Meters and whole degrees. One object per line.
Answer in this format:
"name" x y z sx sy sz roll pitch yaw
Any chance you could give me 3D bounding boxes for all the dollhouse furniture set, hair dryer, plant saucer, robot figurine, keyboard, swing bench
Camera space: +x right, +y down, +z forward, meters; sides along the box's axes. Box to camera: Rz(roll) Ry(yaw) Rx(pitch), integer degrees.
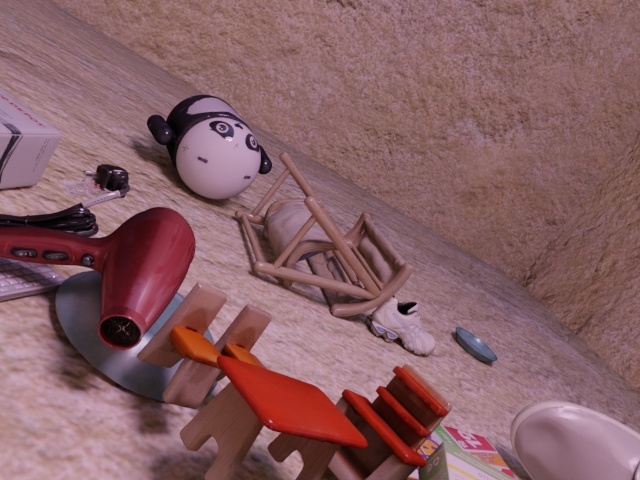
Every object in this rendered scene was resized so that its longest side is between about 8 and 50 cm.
"dollhouse furniture set" 0.007 0.157 0.535 0.262 0.135 0.259 41 3 38
"hair dryer" -0.236 0.018 0.589 0.223 0.080 0.293 -25 39 -35
"plant saucer" 0.362 0.250 1.404 0.119 0.021 0.119 32 13 -8
"robot figurine" -0.224 -0.198 1.220 0.278 0.209 0.174 -127 -163 -53
"keyboard" -0.333 0.035 0.516 0.072 0.014 0.256 38 14 12
"swing bench" 0.000 0.000 1.122 0.254 0.165 0.253 34 12 -26
"plant saucer" -0.178 0.086 0.632 0.195 0.037 0.195 37 14 -11

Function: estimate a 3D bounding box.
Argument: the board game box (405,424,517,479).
"board game box" 0.131 0.268 0.733 0.259 0.039 0.124 19 17 -21

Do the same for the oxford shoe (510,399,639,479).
"oxford shoe" 0.469 0.405 0.846 0.449 0.169 0.130 43 17 12

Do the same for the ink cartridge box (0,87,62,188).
"ink cartridge box" -0.433 -0.131 0.689 0.153 0.087 0.208 36 14 5

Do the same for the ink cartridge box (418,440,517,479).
"ink cartridge box" 0.172 0.314 0.525 0.171 0.056 0.235 31 24 -9

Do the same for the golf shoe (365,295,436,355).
"golf shoe" 0.172 0.160 1.130 0.176 0.086 0.069 27 14 -36
